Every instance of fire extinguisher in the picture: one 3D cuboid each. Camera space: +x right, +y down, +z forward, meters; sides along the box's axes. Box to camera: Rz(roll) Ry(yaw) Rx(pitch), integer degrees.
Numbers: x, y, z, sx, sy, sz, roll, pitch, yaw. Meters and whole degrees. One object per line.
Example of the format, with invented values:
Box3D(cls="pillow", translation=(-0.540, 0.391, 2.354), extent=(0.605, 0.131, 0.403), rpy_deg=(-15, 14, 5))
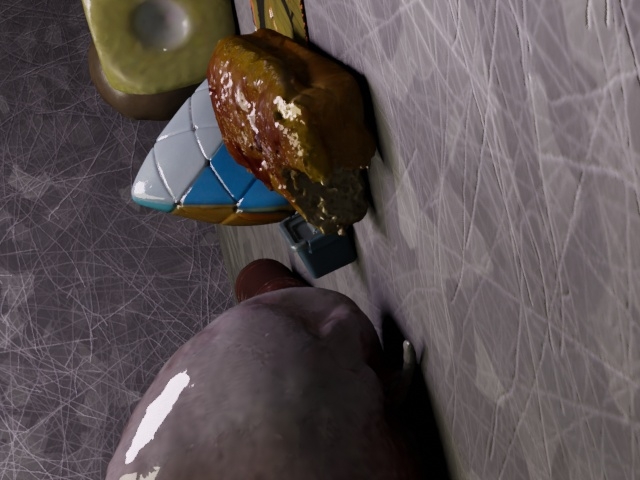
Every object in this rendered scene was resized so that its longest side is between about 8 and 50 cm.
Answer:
Box3D(cls="fire extinguisher", translation=(-0.051, 0.111, 1.975), extent=(0.138, 0.102, 0.344), rpy_deg=(44, 178, -13))

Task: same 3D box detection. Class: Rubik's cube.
Box3D(cls="Rubik's cube", translation=(-0.101, -0.127, 1.780), extent=(0.254, 0.254, 0.254), rpy_deg=(165, 90, -82))

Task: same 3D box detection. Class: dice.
Box3D(cls="dice", translation=(-0.266, -0.386, 2.061), extent=(0.233, 0.227, 0.238), rpy_deg=(-116, 12, -62))

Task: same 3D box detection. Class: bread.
Box3D(cls="bread", translation=(-0.031, -0.112, 1.345), extent=(0.380, 0.109, 0.185), rpy_deg=(-135, 30, -67))

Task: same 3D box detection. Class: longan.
Box3D(cls="longan", translation=(-0.329, -0.347, 2.477), extent=(0.258, 0.258, 0.258), rpy_deg=(165, 90, -82))

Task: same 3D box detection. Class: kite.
Box3D(cls="kite", translation=(-0.040, -0.215, 1.558), extent=(0.377, 0.013, 0.327), rpy_deg=(153, 102, -79))

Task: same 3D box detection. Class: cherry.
Box3D(cls="cherry", translation=(-0.047, 0.209, 1.365), extent=(0.291, 0.335, 0.326), rpy_deg=(50, -134, -71))

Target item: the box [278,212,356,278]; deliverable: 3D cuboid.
Box3D(cls="box", translation=(0.000, 0.000, 1.488), extent=(0.054, 0.074, 0.099), rpy_deg=(64, 177, -23))
